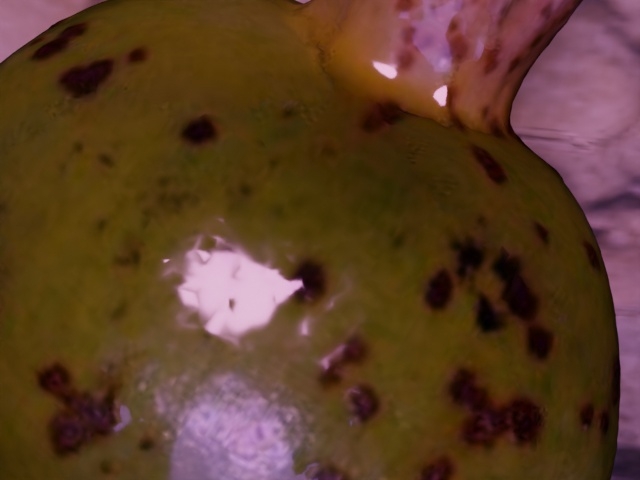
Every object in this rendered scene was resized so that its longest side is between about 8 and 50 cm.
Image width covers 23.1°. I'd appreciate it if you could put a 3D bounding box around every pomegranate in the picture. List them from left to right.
[{"bbox_3d":[0.000,0.000,0.423,0.202,0.202,0.248,25,107,-19],"label":"pomegranate"}]
